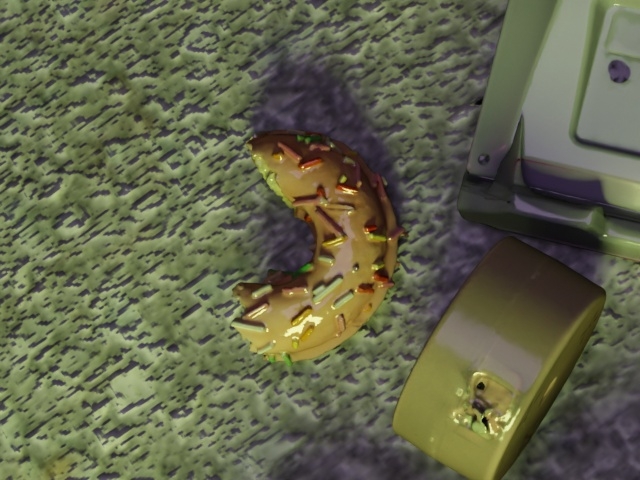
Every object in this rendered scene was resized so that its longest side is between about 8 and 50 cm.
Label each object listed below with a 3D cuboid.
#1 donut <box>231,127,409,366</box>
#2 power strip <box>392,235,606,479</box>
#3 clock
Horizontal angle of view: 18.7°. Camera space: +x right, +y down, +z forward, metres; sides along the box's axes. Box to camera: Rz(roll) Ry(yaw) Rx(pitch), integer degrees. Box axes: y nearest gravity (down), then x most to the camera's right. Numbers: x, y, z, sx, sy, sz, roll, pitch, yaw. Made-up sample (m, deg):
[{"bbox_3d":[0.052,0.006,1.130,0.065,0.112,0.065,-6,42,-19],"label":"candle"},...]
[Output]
[{"bbox_3d":[0.000,0.000,1.319,0.117,0.065,0.166,-6,82,13],"label":"donut"},{"bbox_3d":[0.112,0.078,1.235,0.078,0.154,0.154,32,90,13],"label":"power strip"},{"bbox_3d":[0.221,-0.080,1.269,0.253,0.083,0.186,13,85,15],"label":"clock"}]
